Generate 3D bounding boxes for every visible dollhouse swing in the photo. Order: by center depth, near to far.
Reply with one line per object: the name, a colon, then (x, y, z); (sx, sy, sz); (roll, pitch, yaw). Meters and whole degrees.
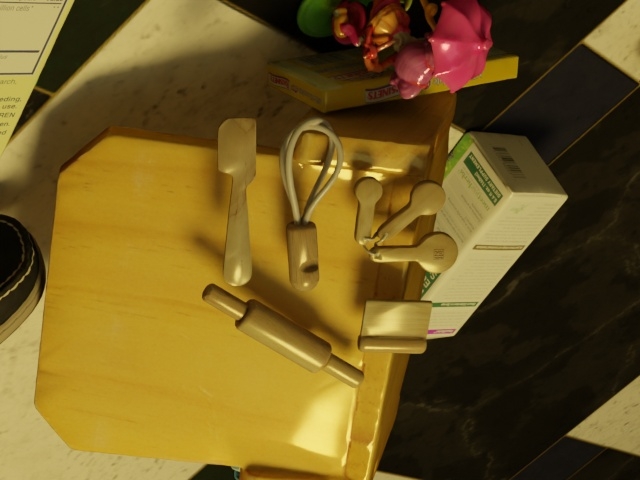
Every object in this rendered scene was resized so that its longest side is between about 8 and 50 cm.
dollhouse swing: (-0.065, 0.029, 1.585); (0.315, 0.305, 0.346); (-58, 158, -70)

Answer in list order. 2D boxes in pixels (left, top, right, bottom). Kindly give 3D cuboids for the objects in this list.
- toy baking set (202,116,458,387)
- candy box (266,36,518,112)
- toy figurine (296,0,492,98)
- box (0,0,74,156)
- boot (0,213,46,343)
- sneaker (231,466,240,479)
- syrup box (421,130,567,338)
toy baking set: (-0.002, 0.006, 1.433); (0.256, 0.030, 0.196); (27, 100, -18)
candy box: (0.066, -0.154, 1.548); (0.206, 0.105, 0.027); (-12, 116, -27)
toy figurine: (0.074, -0.185, 1.453); (0.130, 0.159, 0.173); (10, 131, -48)
box: (-0.278, -0.169, 1.117); (0.117, 0.213, 0.243); (-4, 140, -40)
boot: (-0.412, 0.014, 1.355); (0.377, 0.138, 0.284); (-16, 147, -13)
sneaker: (-0.058, 0.290, 2.118); (0.086, 0.085, 0.237); (-5, 153, 8)
syrup box: (0.149, -0.002, 1.846); (0.096, 0.093, 0.237); (1, 137, -42)
